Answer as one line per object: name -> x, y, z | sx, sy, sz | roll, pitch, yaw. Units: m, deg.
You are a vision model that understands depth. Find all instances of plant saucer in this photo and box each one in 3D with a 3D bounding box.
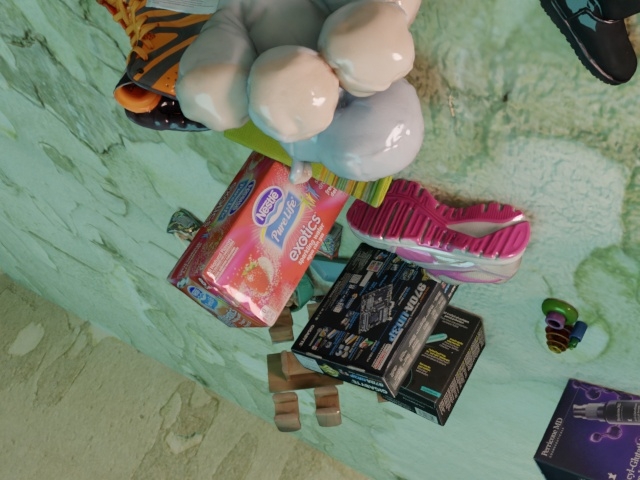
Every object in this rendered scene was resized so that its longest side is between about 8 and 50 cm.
plant saucer -> 0.060, 0.056, 1.285 | 0.192, 0.018, 0.067 | 6, 144, 45

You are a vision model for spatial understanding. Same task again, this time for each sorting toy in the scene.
sorting toy -> 0.337, 0.128, 1.048 | 0.061, 0.042, 0.102 | 15, 150, 36

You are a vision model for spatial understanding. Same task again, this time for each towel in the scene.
towel -> -0.013, -0.133, 0.938 | 0.237, 0.102, 0.021 | 26, -162, 18

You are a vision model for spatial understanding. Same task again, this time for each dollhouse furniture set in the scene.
dollhouse furniture set -> 0.023, 0.244, 1.415 | 0.242, 0.212, 0.161 | -7, 152, 1

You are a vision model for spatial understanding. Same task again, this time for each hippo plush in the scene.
hippo plush -> -0.022, -0.142, 0.751 | 0.294, 0.234, 0.236 | 18, 151, 30

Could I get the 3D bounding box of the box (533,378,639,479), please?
box -> 0.454, 0.321, 1.129 | 0.207, 0.153, 0.108 | 9, 146, 41

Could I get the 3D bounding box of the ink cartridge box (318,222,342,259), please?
ink cartridge box -> 0.000, 0.000, 1.238 | 0.063, 0.029, 0.115 | 28, 155, 12

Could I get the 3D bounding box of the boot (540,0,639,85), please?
boot -> 0.241, -0.182, 0.587 | 0.121, 0.045, 0.099 | 42, 151, -18

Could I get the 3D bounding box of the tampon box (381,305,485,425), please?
tampon box -> 0.178, 0.193, 1.218 | 0.120, 0.161, 0.101 | 21, 154, 28

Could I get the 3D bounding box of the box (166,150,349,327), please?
box -> -0.076, -0.017, 1.021 | 0.123, 0.256, 0.128 | 41, 155, -22

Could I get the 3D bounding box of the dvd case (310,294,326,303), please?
dvd case -> 0.040, 0.137, 1.465 | 0.087, 0.013, 0.119 | 43, 153, -20

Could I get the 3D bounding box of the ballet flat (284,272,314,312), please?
ballet flat -> -0.073, 0.057, 1.364 | 0.083, 0.087, 0.247 | 17, 151, 29

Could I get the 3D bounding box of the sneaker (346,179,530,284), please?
sneaker -> 0.148, 0.003, 0.973 | 0.252, 0.103, 0.111 | 19, 150, 31

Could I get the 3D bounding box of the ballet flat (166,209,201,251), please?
ballet flat -> -0.236, 0.018, 1.521 | 0.188, 0.070, 0.070 | 40, 155, -15

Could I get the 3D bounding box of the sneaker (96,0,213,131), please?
sneaker -> -0.204, -0.247, 0.841 | 0.321, 0.180, 0.124 | 34, 156, -1

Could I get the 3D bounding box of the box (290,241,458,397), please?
box -> 0.083, 0.107, 1.104 | 0.175, 0.220, 0.051 | 10, 144, 40
